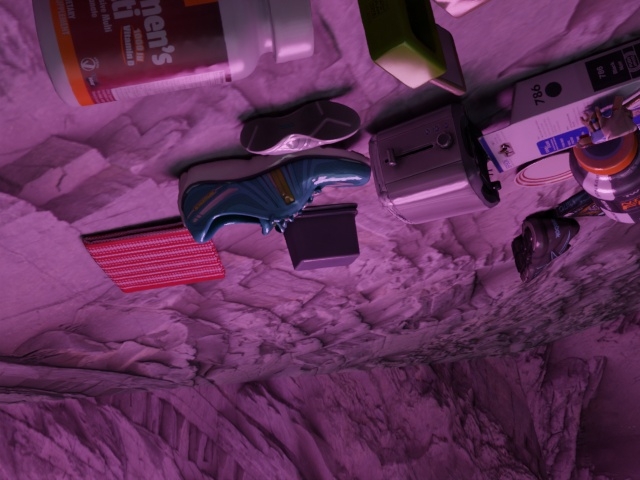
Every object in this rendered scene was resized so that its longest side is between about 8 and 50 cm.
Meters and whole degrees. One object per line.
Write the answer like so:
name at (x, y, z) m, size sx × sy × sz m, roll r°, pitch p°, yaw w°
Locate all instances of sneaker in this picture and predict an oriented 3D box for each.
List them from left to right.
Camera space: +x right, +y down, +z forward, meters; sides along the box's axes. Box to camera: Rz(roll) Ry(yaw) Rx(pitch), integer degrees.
sneaker at (-0.060, -0.062, 1.215) m, size 0.276 × 0.109 × 0.107 m, roll -13°, pitch 162°, yaw -1°
sneaker at (-0.023, -0.141, 1.104) m, size 0.152 × 0.053 × 0.061 m, roll -9°, pitch 172°, yaw 9°
sneaker at (0.476, 0.020, 1.845) m, size 0.106 × 0.101 × 0.267 m, roll -14°, pitch 163°, yaw -2°

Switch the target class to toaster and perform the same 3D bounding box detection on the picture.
toaster at (0.162, -0.099, 1.226) m, size 0.147 × 0.129 × 0.227 m, roll -14°, pitch 165°, yaw 19°

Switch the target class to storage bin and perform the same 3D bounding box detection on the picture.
storage bin at (0.000, 0.000, 1.478) m, size 0.135 × 0.091 × 0.098 m, roll -5°, pitch 161°, yaw -20°

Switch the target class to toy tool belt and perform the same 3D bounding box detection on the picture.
toy tool belt at (0.366, -0.154, 1.130) m, size 0.052 × 0.051 × 0.083 m, roll -19°, pitch -179°, yaw -36°

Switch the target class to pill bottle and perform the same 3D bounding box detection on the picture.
pill bottle at (-0.123, -0.191, 0.749) m, size 0.221 × 0.121 × 0.121 m, roll -11°, pitch 162°, yaw -5°
pill bottle at (0.466, -0.116, 1.355) m, size 0.131 × 0.130 × 0.246 m, roll -21°, pitch 158°, yaw 25°

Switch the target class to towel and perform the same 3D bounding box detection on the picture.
towel at (-0.275, 0.029, 1.485) m, size 0.199 × 0.031 × 0.275 m, roll -9°, pitch 161°, yaw -2°

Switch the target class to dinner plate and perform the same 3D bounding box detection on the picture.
dinner plate at (0.397, -0.125, 1.477) m, size 0.141 × 0.017 × 0.141 m, roll -12°, pitch 163°, yaw -4°

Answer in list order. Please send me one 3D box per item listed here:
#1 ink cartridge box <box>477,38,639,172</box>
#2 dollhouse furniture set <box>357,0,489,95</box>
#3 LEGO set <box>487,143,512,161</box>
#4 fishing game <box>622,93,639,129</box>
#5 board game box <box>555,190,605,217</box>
ink cartridge box at (0.379, -0.193, 1.179) m, size 0.333 × 0.065 × 0.165 m, roll -19°, pitch 161°, yaw 16°
dollhouse furniture set at (0.180, -0.251, 0.638) m, size 0.302 × 0.197 × 0.151 m, roll -25°, pitch 156°, yaw 35°
LEGO set at (0.284, -0.145, 1.343) m, size 0.083 × 0.023 × 0.054 m, roll -28°, pitch 163°, yaw 6°
fishing game at (0.525, -0.169, 1.159) m, size 0.264 × 0.041 × 0.189 m, roll 8°, pitch 155°, yaw -33°
board game box at (0.564, -0.092, 1.678) m, size 0.126 × 0.026 × 0.186 m, roll -2°, pitch 160°, yaw -30°
